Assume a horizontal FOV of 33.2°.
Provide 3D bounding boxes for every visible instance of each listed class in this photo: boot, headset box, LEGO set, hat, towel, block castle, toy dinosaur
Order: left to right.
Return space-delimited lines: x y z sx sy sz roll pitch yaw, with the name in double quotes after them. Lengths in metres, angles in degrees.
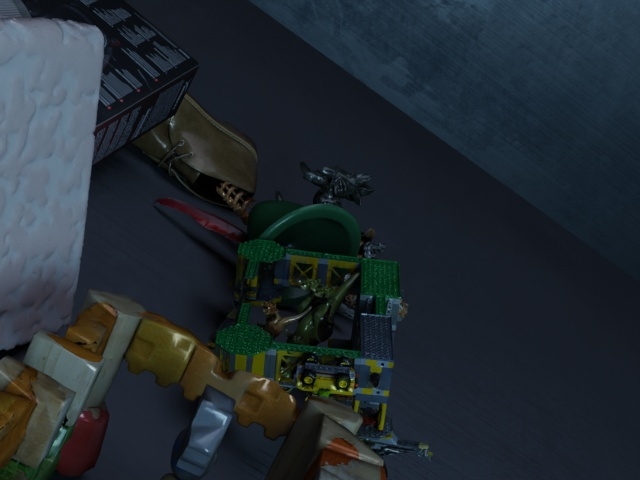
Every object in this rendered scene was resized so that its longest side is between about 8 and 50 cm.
-0.312 -0.040 0.936 0.053 0.317 0.332 14 13 20 "towel"
-0.337 -0.209 1.394 0.218 0.110 0.293 40 43 5 "headset box"
-0.132 0.223 0.766 0.303 0.213 0.453 26 10 -2 "block castle"
-0.215 -0.147 1.588 0.305 0.112 0.115 26 37 -31 "boot"
-0.072 -0.032 1.485 0.208 0.173 0.183 25 20 -46 "hat"
-0.014 0.151 1.264 0.255 0.192 0.331 3 25 -7 "LEGO set"
0.000 0.000 1.580 0.322 0.164 0.218 51 29 -32 "toy dinosaur"

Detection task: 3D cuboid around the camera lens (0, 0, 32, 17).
-0.435 -0.177 1.109 0.219 0.219 0.274 40 21 5 "camera lens"
